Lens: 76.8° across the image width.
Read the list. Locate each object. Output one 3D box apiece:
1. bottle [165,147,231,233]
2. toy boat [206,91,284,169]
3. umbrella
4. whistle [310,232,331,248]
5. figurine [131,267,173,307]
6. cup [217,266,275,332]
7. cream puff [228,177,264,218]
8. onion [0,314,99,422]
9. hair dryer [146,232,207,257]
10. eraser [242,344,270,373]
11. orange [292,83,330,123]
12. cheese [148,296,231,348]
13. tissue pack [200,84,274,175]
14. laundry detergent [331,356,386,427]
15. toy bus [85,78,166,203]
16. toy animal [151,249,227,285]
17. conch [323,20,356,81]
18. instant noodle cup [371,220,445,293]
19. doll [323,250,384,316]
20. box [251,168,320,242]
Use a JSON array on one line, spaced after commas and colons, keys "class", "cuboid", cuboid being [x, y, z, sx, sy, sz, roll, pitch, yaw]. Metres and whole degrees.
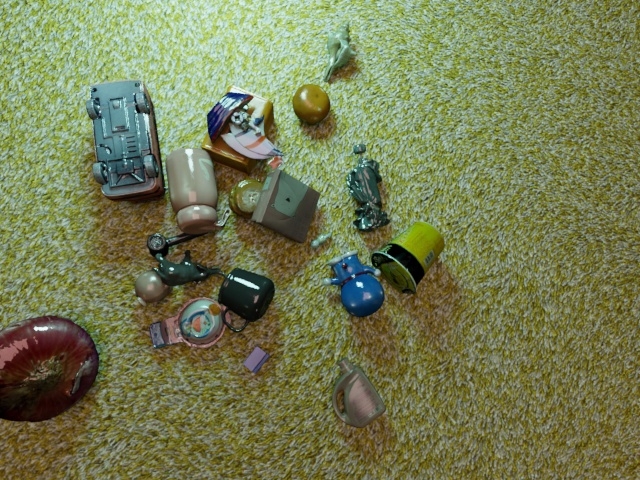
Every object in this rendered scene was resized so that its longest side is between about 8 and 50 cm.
[{"class": "bottle", "cuboid": [-0.444, -0.174, 1.473, 0.207, 0.173, 0.296, -6, 70, -22]}, {"class": "toy boat", "cuboid": [-0.284, -0.379, 1.464, 0.219, 0.072, 0.317, -27, 95, -12]}, {"class": "umbrella", "cuboid": [0.181, -0.208, 1.603, 0.144, 0.094, 0.347, -11, 88, -26]}, {"class": "whistle", "cuboid": [0.000, 0.000, 1.583, 0.100, 0.035, 0.035, -34, 86, -12]}, {"class": "figurine", "cuboid": [-0.602, 0.167, 1.456, 0.138, 0.125, 0.125, -42, 88, -23]}, {"class": "cup", "cuboid": [-0.279, 0.212, 1.448, 0.177, 0.169, 0.222, 27, 65, 4]}, {"class": "cream puff", "cuboid": [-0.271, -0.156, 1.534, 0.166, 0.115, 0.149, -7, 91, -24]}, {"class": "onion", "cuboid": [-0.929, 0.407, 1.329, 0.348, 0.286, 0.346, -12, 108, -38]}, {"class": "hair dryer", "cuboid": [-0.511, -0.016, 1.495, 0.256, 0.128, 0.069, -23, 84, -20]}, {"class": "eraser", "cuboid": [-0.237, 0.440, 1.494, 0.063, 0.027, 0.084, 38, 79, -1]}, {"class": "orange", "cuboid": [-0.038, -0.545, 1.619, 0.156, 0.124, 0.155, 5, 77, -23]}, {"class": "cheese", "cuboid": [-0.471, 0.309, 1.466, 0.287, 0.074, 0.188, -14, 82, -7]}, {"class": "tissue pack", "cuboid": [-0.318, -0.425, 1.561, 0.195, 0.145, 0.274, 20, 79, -1]}, {"class": "laundry detergent", "cuboid": [0.112, 0.565, 1.487, 0.171, 0.076, 0.237, -34, 86, -10]}, {"class": "toy bus", "cuboid": [-0.692, -0.345, 1.468, 0.203, 0.233, 0.425, -10, 80, -7]}, {"class": "toy animal", "cuboid": [-0.473, 0.103, 1.466, 0.270, 0.082, 0.137, 1, 37, -43]}, {"class": "conch", "cuboid": [0.090, -0.786, 1.671, 0.115, 0.137, 0.233, -2, 90, -32]}, {"class": "instant noodle cup", "cuboid": [0.346, 0.054, 1.537, 0.236, 0.215, 0.215, -42, 88, -17]}, {"class": "doll", "cuboid": [0.130, 0.166, 1.526, 0.216, 0.161, 0.256, -25, 68, 4]}, {"class": "box", "cuboid": [-0.127, -0.125, 1.516, 0.215, 0.086, 0.214, 26, 78, -37]}]
